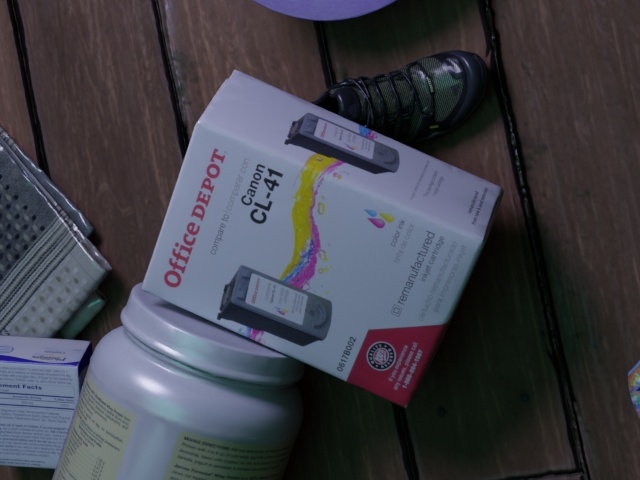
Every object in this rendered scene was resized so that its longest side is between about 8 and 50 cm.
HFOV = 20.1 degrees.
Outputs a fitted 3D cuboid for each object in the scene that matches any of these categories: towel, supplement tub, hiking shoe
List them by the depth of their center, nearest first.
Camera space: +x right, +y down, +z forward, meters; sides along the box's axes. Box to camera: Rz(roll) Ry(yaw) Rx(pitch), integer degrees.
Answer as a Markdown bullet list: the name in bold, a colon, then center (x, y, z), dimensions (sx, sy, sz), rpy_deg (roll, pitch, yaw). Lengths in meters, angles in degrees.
- **hiking shoe**: center (0.065, -0.134, 1.872), dimensions (0.227, 0.114, 0.086), rpy_deg (-22, 85, 24)
- **supplement tub**: center (-0.156, 0.230, 1.932), dimensions (0.235, 0.235, 0.325), rpy_deg (24, 103, 21)
- **towel**: center (-0.417, 0.032, 2.147), dimensions (0.324, 0.056, 0.312), rpy_deg (-48, 72, 22)

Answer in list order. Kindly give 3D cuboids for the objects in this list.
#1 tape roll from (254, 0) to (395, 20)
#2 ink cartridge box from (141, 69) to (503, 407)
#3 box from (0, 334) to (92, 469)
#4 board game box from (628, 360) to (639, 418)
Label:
- **tape roll**: center (0.004, -0.366, 1.835), dimensions (0.274, 0.090, 0.275), rpy_deg (4, 117, 7)
- **ink cartridge box**: center (0.000, 0.000, 1.832), dimensions (0.306, 0.131, 0.226), rpy_deg (22, 121, 2)
- **box**: center (-0.324, 0.185, 2.063), dimensions (0.126, 0.072, 0.137), rpy_deg (3, 112, 8)
- **board game box**: center (0.385, 0.141, 1.790), dimensions (0.133, 0.033, 0.169), rpy_deg (46, 110, 15)
